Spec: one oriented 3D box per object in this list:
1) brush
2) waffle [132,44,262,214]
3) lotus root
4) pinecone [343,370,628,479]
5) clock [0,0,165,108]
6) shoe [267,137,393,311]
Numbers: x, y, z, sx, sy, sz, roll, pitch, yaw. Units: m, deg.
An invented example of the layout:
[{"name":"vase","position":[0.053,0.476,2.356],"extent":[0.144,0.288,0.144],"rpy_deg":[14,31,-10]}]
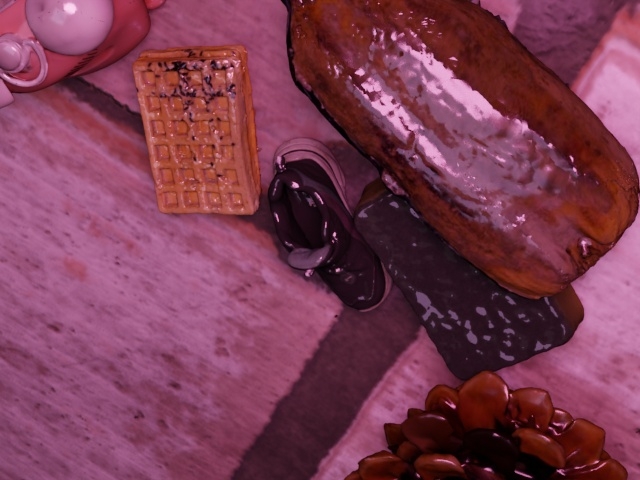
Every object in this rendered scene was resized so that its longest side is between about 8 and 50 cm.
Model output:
[{"name":"brush","position":[0.124,0.020,0.954],"extent":[0.123,0.059,0.197],"rpy_deg":[-28,101,30]},{"name":"waffle","position":[-0.106,-0.096,0.993],"extent":[0.102,0.042,0.148],"rpy_deg":[2,115,19]},{"name":"lotus root","position":[0.110,-0.099,0.851],"extent":[0.329,0.078,0.167],"rpy_deg":[40,86,-6]},{"name":"pinecone","position":[0.124,0.250,0.958],"extent":[0.264,0.264,0.264],"rpy_deg":[8,117,16]},{"name":"clock","position":[-0.216,-0.172,0.929],"extent":[0.166,0.162,0.093],"rpy_deg":[-25,107,29]},{"name":"shoe","position":[0.000,0.000,0.968],"extent":[0.071,0.099,0.169],"rpy_deg":[-21,106,25]}]
